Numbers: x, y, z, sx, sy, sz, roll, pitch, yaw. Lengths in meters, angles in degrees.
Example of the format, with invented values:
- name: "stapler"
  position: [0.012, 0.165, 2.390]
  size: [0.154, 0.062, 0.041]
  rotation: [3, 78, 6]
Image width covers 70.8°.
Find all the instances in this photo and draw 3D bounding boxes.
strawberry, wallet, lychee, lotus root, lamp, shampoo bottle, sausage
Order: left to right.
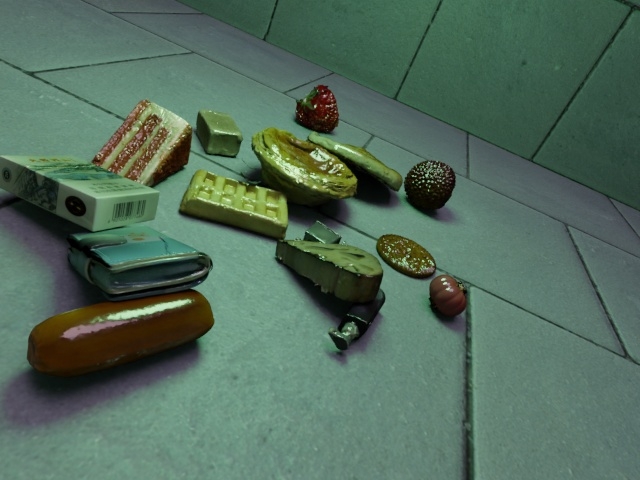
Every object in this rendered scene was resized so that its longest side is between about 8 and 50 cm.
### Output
- name: "sausage"
  position: [-0.295, 0.137, 0.698]
  size: [0.274, 0.105, 0.105]
  rotation: [-9, 43, -46]
- name: "wallet"
  position: [-0.327, 0.027, 0.792]
  size: [0.176, 0.075, 0.250]
  rotation: [-10, 18, -40]
- name: "strawberry"
  position: [-0.002, -0.556, 1.936]
  size: [0.201, 0.187, 0.184]
  rotation: [42, 2, -25]
- name: "lotus root"
  position: [0.036, 0.055, 1.030]
  size: [0.170, 0.074, 0.261]
  rotation: [-9, 25, -39]
- name: "shampoo bottle"
  position: [0.080, 0.163, 0.958]
  size: [0.064, 0.057, 0.208]
  rotation: [31, 30, 13]
- name: "lychee"
  position: [0.392, -0.203, 1.624]
  size: [0.188, 0.188, 0.188]
  rotation: [17, 31, -11]
- name: "lamp"
  position: [0.318, 0.137, 1.127]
  size: [0.107, 0.092, 0.107]
  rotation: [51, 18, -24]

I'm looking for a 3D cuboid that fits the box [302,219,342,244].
- name: "box"
  position: [0.000, 0.000, 1.161]
  size: [0.085, 0.060, 0.063]
  rotation: [33, 36, 14]

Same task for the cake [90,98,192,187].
- name: "cake"
  position: [-0.441, -0.239, 1.133]
  size: [0.158, 0.159, 0.262]
  rotation: [26, 32, -2]

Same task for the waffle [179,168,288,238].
- name: "waffle"
  position: [-0.212, -0.096, 1.165]
  size: [0.274, 0.057, 0.168]
  rotation: [15, 31, -13]

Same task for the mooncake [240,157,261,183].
- name: "mooncake"
  position: [-0.317, -0.245, 1.274]
  size: [0.150, 0.057, 0.347]
  rotation: [-6, 28, -47]

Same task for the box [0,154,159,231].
- name: "box"
  position: [-0.484, -0.104, 0.910]
  size: [0.257, 0.069, 0.164]
  rotation: [22, 17, 17]

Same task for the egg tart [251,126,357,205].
- name: "egg tart"
  position: [-0.059, -0.204, 1.353]
  size: [0.352, 0.150, 0.352]
  rotation: [23, 28, -13]

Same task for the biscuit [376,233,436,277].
- name: "biscuit"
  position: [0.249, 0.039, 1.299]
  size: [0.188, 0.027, 0.187]
  rotation: [17, 31, -10]

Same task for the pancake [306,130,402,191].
- name: "pancake"
  position: [0.123, -0.290, 1.599]
  size: [0.387, 0.082, 0.387]
  rotation: [26, 9, -4]

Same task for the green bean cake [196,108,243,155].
- name: "green bean cake"
  position: [-0.330, -0.348, 1.455]
  size: [0.109, 0.085, 0.179]
  rotation: [0, 37, -32]
